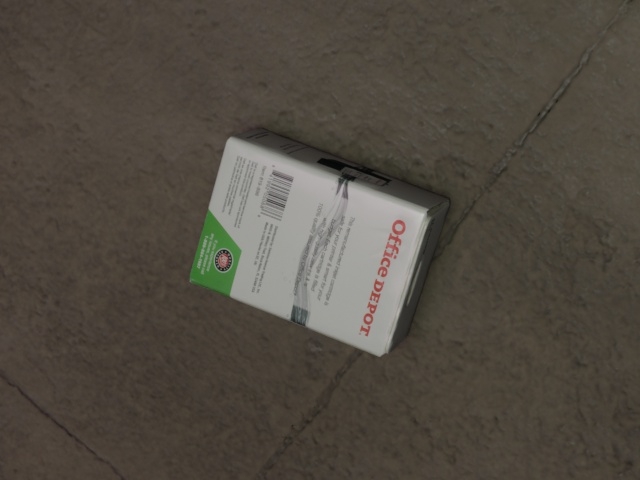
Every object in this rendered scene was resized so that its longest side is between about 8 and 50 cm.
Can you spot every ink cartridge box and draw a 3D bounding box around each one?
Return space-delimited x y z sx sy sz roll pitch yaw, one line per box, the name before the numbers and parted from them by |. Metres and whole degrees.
ink cartridge box | 0.000 0.000 1.653 0.208 0.087 0.153 22 107 15
